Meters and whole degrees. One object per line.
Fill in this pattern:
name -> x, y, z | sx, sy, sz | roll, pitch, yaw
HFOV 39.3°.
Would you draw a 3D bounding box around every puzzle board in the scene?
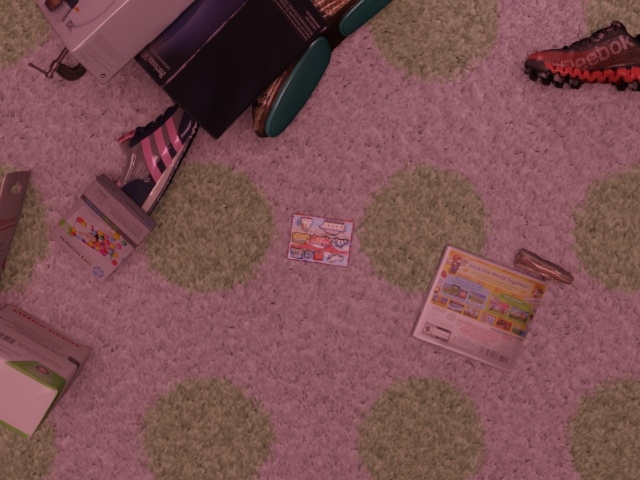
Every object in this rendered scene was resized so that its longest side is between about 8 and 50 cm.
puzzle board -> 0.000, 0.000, 1.836 | 0.128, 0.011, 0.097 | 8, 96, -4

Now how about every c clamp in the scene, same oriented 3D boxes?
c clamp -> -0.468, -0.367, 1.716 | 0.022, 0.137, 0.161 | 36, 88, 20

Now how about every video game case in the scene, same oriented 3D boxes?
video game case -> 0.329, 0.143, 1.861 | 0.226, 0.026, 0.206 | 21, 95, -4

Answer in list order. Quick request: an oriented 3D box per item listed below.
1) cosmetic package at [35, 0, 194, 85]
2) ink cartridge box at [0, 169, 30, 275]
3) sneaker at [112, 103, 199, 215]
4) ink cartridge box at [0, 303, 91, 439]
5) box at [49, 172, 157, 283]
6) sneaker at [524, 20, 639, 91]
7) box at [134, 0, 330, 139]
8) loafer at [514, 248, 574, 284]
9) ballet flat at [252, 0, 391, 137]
cosmetic package -> -0.368, -0.478, 1.602 | 0.284, 0.377, 0.097 | -41, 137, 0
ink cartridge box -> -0.676, 0.018, 1.706 | 0.119, 0.207, 0.354 | 19, 94, -6
sneaker -> -0.320, -0.200, 1.749 | 0.131, 0.112, 0.319 | 29, 93, -8
ink cartridge box -> -0.574, 0.240, 1.704 | 0.198, 0.273, 0.115 | 31, 96, -5
box -> -0.428, -0.021, 1.758 | 0.145, 0.038, 0.186 | 45, 123, -7
sneaker -> 0.539, -0.368, 1.780 | 0.276, 0.097, 0.135 | 1, 96, -5
box -> -0.198, -0.394, 1.625 | 0.294, 0.296, 0.182 | -46, 139, 3
loafer -> 0.461, 0.061, 1.854 | 0.125, 0.045, 0.039 | 29, 111, 1
ballet flat -> -0.013, -0.421, 1.736 | 0.182, 0.164, 0.483 | 39, 87, 15
